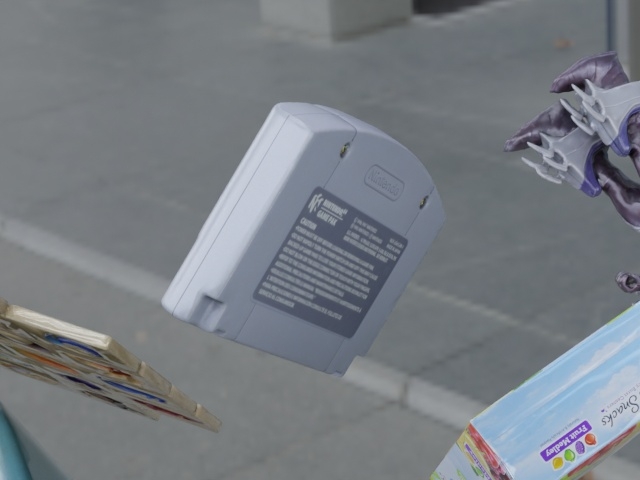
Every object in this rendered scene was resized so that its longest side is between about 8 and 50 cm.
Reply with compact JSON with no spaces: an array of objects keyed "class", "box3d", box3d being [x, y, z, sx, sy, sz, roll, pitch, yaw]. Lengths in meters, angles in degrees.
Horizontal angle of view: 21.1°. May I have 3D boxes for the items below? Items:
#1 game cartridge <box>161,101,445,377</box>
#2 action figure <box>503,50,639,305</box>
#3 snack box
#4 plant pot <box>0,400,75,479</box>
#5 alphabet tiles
[{"class":"game cartridge","box3d":[0.000,0.000,1.366,0.062,0.198,0.297,27,-1,26]},{"class":"action figure","box3d":[0.298,-0.025,1.494,0.099,0.185,0.285,-28,67,-35]},{"class":"snack box","box3d":[0.172,0.120,1.163,0.174,0.070,0.207,-33,-11,-12]},{"class":"plant pot","box3d":[-0.216,0.208,1.096,0.165,0.165,0.234,-37,29,-1]},{"class":"alphabet tiles","box3d":[-0.211,0.041,0.966,0.285,0.011,0.342,16,-13,15]}]
